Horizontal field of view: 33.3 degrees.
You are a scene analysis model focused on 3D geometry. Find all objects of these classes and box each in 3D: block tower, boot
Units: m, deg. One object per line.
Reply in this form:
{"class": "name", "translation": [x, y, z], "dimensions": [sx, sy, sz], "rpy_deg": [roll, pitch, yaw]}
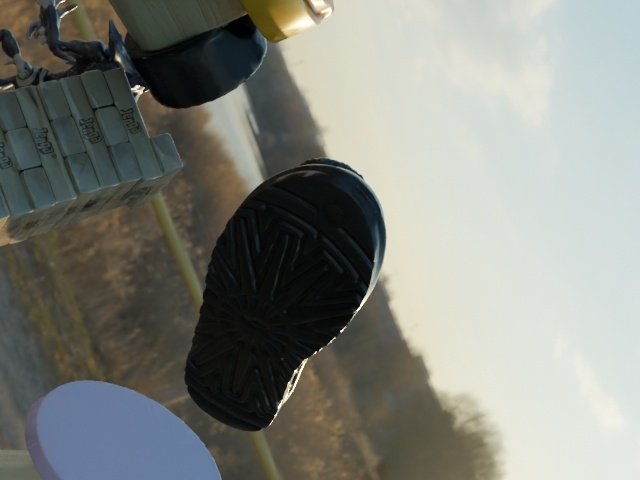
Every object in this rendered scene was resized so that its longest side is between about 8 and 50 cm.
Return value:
{"class": "block tower", "translation": [-0.272, -0.035, 0.744], "dimensions": [0.091, 0.335, 0.097], "rpy_deg": [-31, -101, 58]}
{"class": "boot", "translation": [-0.004, -0.002, 1.011], "dimensions": [0.131, 0.260, 0.348], "rpy_deg": [35, -43, 1]}

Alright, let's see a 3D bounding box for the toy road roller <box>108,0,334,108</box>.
{"class": "toy road roller", "translation": [-0.051, -0.269, 0.768], "dimensions": [0.330, 0.240, 0.202], "rpy_deg": [-96, 163, -49]}

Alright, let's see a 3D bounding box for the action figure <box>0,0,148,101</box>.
{"class": "action figure", "translation": [-0.292, -0.203, 1.191], "dimensions": [0.164, 0.275, 0.141], "rpy_deg": [93, -2, -53]}

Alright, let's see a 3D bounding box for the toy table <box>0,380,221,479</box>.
{"class": "toy table", "translation": [-0.274, 0.293, 1.323], "dimensions": [0.274, 0.161, 0.252], "rpy_deg": [41, 37, -22]}
